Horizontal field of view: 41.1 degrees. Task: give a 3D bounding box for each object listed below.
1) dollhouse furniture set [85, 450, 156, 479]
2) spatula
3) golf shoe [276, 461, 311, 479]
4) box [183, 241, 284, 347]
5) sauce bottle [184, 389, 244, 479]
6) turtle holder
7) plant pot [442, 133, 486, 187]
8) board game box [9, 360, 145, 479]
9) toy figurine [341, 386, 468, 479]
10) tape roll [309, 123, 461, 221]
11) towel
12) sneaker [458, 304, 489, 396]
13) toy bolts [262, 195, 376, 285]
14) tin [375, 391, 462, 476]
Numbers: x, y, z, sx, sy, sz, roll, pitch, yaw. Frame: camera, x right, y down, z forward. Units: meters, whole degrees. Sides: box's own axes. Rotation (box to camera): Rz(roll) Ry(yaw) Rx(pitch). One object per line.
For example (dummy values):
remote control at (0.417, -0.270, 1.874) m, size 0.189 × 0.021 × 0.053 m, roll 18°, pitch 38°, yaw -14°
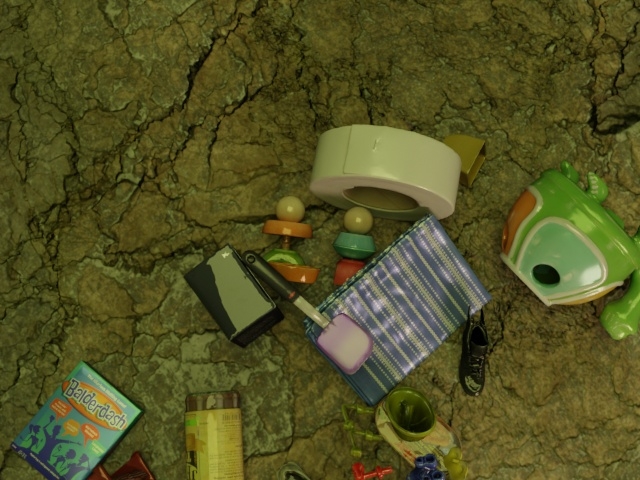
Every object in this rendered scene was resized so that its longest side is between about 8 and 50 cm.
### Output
dollhouse furniture set at (-0.458, 0.568, 1.543) m, size 0.374 × 0.201 × 0.152 m, roll -40°, pitch 80°, yaw -1°
spatula at (-0.027, 0.119, 1.542) m, size 0.296 × 0.030 × 0.084 m, roll 43°, pitch 86°, yaw -10°
golf shoe at (-0.015, 0.492, 1.601) m, size 0.176 × 0.086 × 0.069 m, roll 41°, pitch 79°, yaw 8°
box at (-0.160, 0.109, 1.626) m, size 0.108 × 0.207 × 0.153 m, roll -36°, pitch 79°, yaw -4°
sauce bottle at (-0.196, 0.457, 1.599) m, size 0.111 × 0.111 × 0.345 m, roll -4°, pitch 76°, yaw 0°
turtle holder at (0.492, 0.021, 1.645) m, size 0.227 × 0.243 × 0.320 m, roll -44°, pitch 120°, yaw 7°
plant pot at (0.284, -0.171, 1.749) m, size 0.083 × 0.081 × 0.082 m, roll 25°, pitch 79°, yaw 19°
board game box at (-0.470, 0.365, 1.658) m, size 0.160 × 0.047 × 0.210 m, roll 37°, pitch 80°, yaw 9°
toy figurine at (0.164, 0.466, 1.535) m, size 0.191 × 0.217 × 0.363 m, roll -14°, pitch 34°, yaw -6°
tape roll at (0.123, -0.124, 1.635) m, size 0.286 × 0.286 × 0.100 m, roll 11°, pitch 78°, yaw 4°
towel at (0.153, 0.138, 1.641) m, size 0.336 × 0.040 × 0.243 m, roll -41°, pitch 113°, yaw -7°
sneaker at (0.299, 0.214, 1.654) m, size 0.051 × 0.089 × 0.170 m, roll 2°, pitch 77°, yaw 2°
toy bolts at (0.000, 0.000, 1.653) m, size 0.228 × 0.218 × 0.159 m, roll 8°, pitch 91°, yaw -4°
tin at (0.187, 0.375, 1.648) m, size 0.189 × 0.040 × 0.106 m, roll 44°, pitch 78°, yaw 9°
